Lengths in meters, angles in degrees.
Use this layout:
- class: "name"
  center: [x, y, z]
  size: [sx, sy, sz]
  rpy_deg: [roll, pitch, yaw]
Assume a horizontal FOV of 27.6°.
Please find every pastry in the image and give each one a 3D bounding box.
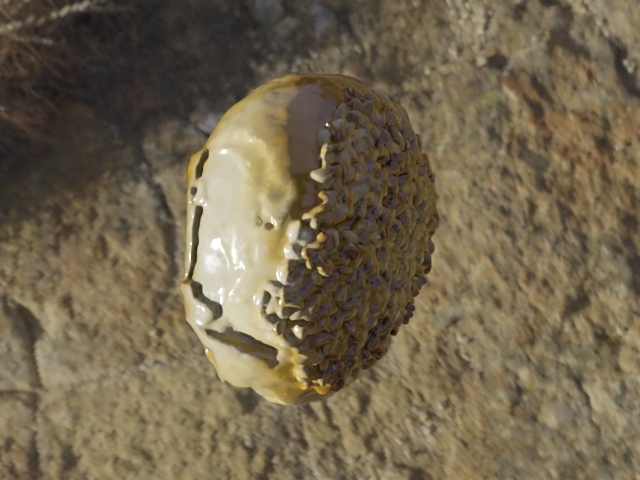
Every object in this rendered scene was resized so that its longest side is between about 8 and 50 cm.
- class: "pastry"
  center: [0.000, 0.000, 1.563]
  size: [0.245, 0.409, 0.410]
  rpy_deg: [10, 70, 26]
